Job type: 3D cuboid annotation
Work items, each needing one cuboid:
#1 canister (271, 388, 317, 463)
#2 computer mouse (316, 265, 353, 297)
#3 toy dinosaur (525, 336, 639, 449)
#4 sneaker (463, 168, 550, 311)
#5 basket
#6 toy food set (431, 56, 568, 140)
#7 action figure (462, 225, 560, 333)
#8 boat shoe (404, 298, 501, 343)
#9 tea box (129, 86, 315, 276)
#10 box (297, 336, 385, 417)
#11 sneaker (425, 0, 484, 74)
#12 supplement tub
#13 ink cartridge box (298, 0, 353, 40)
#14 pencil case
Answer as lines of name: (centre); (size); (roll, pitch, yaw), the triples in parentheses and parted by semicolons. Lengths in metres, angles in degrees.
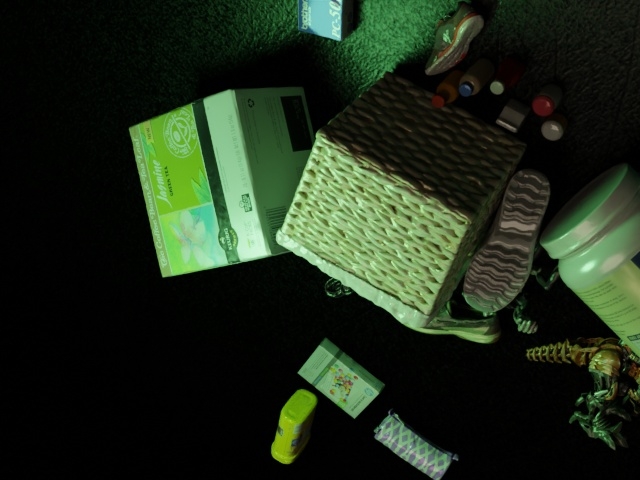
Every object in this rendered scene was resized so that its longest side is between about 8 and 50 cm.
canister: (-0.067, 0.486, 2.400); (0.073, 0.126, 0.170); (27, 131, 16)
computer mouse: (0.000, 0.000, 2.030); (0.272, 0.072, 0.188); (40, 135, -15)
toy dinosaur: (0.579, 0.263, 1.802); (0.322, 0.164, 0.218); (24, 121, 43)
sneaker: (0.352, 0.003, 1.669); (0.105, 0.115, 0.281); (27, 106, 13)
basket: (0.155, -0.083, 1.670); (0.331, 0.328, 0.266); (32, 133, 11)
toy food set: (0.318, -0.242, 1.592); (0.232, 0.104, 0.111); (31, 135, 12)
action figure: (0.374, 0.087, 1.782); (0.164, 0.141, 0.275); (37, 135, -10)
boat shoe: (0.276, 0.159, 1.951); (0.223, 0.080, 0.073); (11, 122, 22)
tea box: (-0.182, -0.118, 1.878); (0.323, 0.220, 0.329); (-13, 90, 41)
box: (0.049, 0.343, 2.272); (0.186, 0.038, 0.145); (38, 136, 3)
sneaker: (0.228, -0.358, 1.615); (0.065, 0.061, 0.158); (61, 139, 20)
supplement tub: (0.558, 0.050, 1.555); (0.325, 0.235, 0.235); (44, 136, -3)
ink cartridge box: (0.010, -0.477, 1.669); (0.097, 0.046, 0.207); (20, 132, 23)
pencil case: (0.231, 0.499, 2.237); (0.206, 0.086, 0.088); (34, 108, 6)
